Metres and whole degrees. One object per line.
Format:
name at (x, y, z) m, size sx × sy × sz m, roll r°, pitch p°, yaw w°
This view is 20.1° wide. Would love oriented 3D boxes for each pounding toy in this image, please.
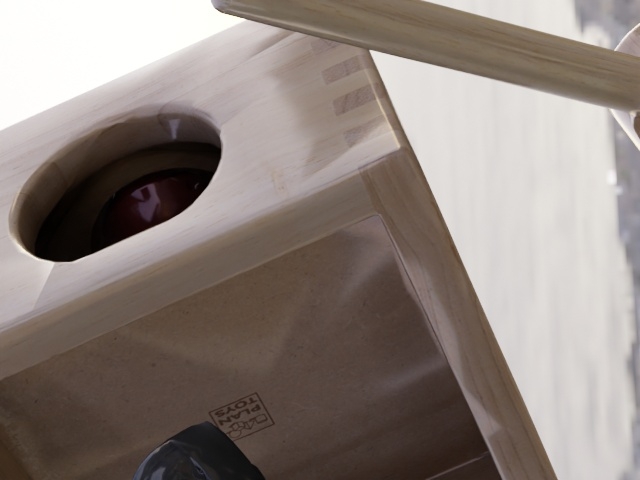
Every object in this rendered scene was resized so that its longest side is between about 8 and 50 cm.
pounding toy at (0.002, -0.009, 0.432) m, size 0.094 × 0.206 × 0.181 m, roll -109°, pitch -6°, yaw -54°

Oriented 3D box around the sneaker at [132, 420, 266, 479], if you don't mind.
sneaker at (-0.013, 0.075, 0.359) m, size 0.051 × 0.170 × 0.089 m, roll 9°, pitch -115°, yaw -70°
